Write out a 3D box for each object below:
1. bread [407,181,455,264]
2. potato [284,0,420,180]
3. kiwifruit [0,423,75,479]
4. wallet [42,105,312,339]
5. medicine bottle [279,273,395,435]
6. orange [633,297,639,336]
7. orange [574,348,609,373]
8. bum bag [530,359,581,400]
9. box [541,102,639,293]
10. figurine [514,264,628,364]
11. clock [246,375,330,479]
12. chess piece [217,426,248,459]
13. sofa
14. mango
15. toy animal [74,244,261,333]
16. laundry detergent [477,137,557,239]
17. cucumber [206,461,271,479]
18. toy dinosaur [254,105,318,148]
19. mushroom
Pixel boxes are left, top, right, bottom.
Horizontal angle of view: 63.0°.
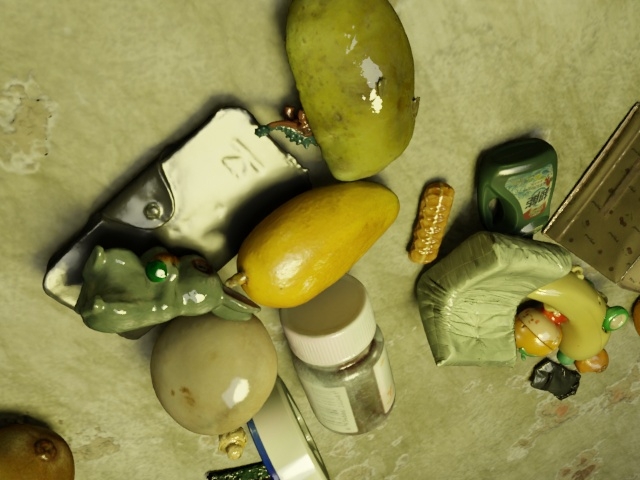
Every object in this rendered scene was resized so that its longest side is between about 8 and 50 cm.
[{"bbox_3d":[0.190,-0.027,0.903,0.052,0.044,0.157,0,121,-16],"label":"bread"},{"bbox_3d":[0.064,-0.200,0.662,0.160,0.111,0.271,-38,128,-24],"label":"potato"},{"bbox_3d":[-0.490,0.391,0.802,0.196,0.196,0.234,33,105,-36],"label":"kiwifruit"},{"bbox_3d":[-0.195,-0.020,0.740,0.378,0.051,0.197,-40,129,4],"label":"wallet"},{"bbox_3d":[0.035,0.201,0.915,0.165,0.165,0.273,-22,127,-9],"label":"medicine bottle"},{"bbox_3d":[0.841,0.182,1.264,0.159,0.159,0.136,-38,85,5],"label":"orange"},{"bbox_3d":[0.696,0.307,1.334,0.086,0.062,0.086,-11,123,-18],"label":"orange"},{"bbox_3d":[0.608,0.362,1.341,0.198,0.049,0.087,27,103,-34],"label":"bum bag"},{"bbox_3d":[0.628,-0.059,0.980,0.225,0.190,0.297,16,115,-32],"label":"box"},{"bbox_3d":[0.504,0.164,1.123,0.325,0.124,0.222,34,108,-33],"label":"figurine"},{"bbox_3d":[-0.060,0.355,0.932,0.083,0.230,0.230,-24,128,-7],"label":"clock"},{"bbox_3d":[-0.161,0.291,0.884,0.060,0.172,0.060,-11,127,-15],"label":"chess piece"},{"bbox_3d":[0.314,0.107,0.926,0.210,0.175,0.225,10,143,-30],"label":"sofa"},{"bbox_3d":[0.000,0.000,0.775,0.317,0.119,0.176,-29,145,-24],"label":"mango"},{"bbox_3d":[-0.204,0.066,0.709,0.236,0.108,0.138,5,151,-44],"label":"toy animal"},{"bbox_3d":[0.345,-0.063,0.928,0.144,0.078,0.221,-20,130,-8],"label":"laundry detergent"},{"bbox_3d":[-0.138,0.517,1.130,0.220,0.046,0.070,-1,130,-23],"label":"cucumber"},{"bbox_3d":[-0.025,-0.154,0.710,0.154,0.049,0.055,-13,120,-38],"label":"toy dinosaur"},{"bbox_3d":[-0.157,0.197,0.833,0.204,0.204,0.204,-11,125,-16],"label":"mushroom"}]
